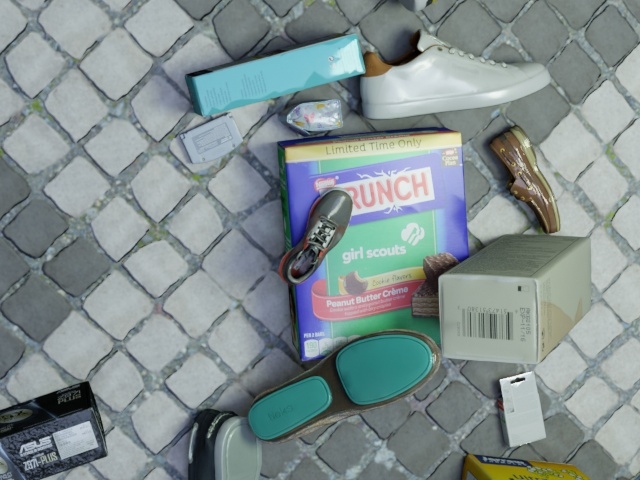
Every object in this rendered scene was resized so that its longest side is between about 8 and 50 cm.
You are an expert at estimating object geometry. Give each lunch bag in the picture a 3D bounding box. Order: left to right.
[{"bbox_3d":[-0.016,-0.179,1.846,0.083,0.071,0.053,-5,94,-13],"label":"lunch bag"}]

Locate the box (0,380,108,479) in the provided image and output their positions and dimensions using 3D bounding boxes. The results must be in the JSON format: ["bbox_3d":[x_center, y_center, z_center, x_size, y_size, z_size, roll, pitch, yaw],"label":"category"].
[{"bbox_3d":[-0.401,0.280,1.790,0.180,0.147,0.078,-18,102,-9],"label":"box"}]

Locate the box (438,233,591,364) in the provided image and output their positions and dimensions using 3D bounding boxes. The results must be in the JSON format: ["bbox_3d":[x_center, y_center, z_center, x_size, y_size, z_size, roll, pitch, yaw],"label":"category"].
[{"bbox_3d":[0.289,0.077,1.823,0.148,0.311,0.121,2,101,26],"label":"box"}]

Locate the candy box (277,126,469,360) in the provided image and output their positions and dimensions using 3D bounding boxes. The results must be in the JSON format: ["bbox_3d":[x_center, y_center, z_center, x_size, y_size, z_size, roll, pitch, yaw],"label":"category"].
[{"bbox_3d":[0.081,0.000,1.868,0.268,0.122,0.317,-6,98,-9],"label":"candy box"}]

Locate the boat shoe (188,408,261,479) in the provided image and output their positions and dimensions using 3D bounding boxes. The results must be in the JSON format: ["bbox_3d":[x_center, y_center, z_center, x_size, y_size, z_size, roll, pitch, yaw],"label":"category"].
[{"bbox_3d":[-0.149,0.402,1.898,0.114,0.091,0.303,0,98,-46],"label":"boat shoe"}]

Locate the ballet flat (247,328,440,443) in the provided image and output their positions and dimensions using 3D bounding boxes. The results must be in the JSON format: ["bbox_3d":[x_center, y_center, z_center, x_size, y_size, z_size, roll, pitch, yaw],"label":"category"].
[{"bbox_3d":[0.041,0.206,1.817,0.316,0.106,0.108,-22,76,22],"label":"ballet flat"}]

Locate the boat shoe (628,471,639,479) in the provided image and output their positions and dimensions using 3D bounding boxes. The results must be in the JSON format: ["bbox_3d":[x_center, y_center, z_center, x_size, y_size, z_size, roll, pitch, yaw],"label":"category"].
[{"bbox_3d":[0.568,0.388,2.067,0.066,0.066,0.183,42,88,-15],"label":"boat shoe"}]

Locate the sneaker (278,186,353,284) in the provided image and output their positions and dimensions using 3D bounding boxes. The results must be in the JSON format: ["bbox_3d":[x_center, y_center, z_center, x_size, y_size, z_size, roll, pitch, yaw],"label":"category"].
[{"bbox_3d":[0.000,0.000,1.759,0.061,0.065,0.158,29,96,-10],"label":"sneaker"}]

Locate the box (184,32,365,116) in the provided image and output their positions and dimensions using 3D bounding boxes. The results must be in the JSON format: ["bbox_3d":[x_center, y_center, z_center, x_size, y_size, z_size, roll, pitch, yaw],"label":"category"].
[{"bbox_3d":[-0.066,-0.239,1.810,0.244,0.100,0.060,-17,102,-9],"label":"box"}]

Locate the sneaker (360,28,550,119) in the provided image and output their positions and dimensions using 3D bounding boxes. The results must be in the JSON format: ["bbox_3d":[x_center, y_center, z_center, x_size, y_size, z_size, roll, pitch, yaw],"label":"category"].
[{"bbox_3d":[0.201,-0.257,1.864,0.290,0.106,0.123,-9,103,-10],"label":"sneaker"}]

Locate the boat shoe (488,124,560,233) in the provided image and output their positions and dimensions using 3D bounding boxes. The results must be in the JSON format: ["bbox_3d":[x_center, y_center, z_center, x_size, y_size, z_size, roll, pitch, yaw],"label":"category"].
[{"bbox_3d":[0.315,-0.087,1.942,0.060,0.064,0.178,-26,97,-3],"label":"boat shoe"}]

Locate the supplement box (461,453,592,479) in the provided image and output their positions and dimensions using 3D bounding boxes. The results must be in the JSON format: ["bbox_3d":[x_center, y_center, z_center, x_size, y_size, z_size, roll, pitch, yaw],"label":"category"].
[{"bbox_3d":[0.344,0.474,1.878,0.195,0.356,0.194,8,98,-14],"label":"supplement box"}]

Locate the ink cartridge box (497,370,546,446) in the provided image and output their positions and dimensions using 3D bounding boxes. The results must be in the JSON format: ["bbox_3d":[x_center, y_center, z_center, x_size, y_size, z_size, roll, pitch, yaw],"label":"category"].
[{"bbox_3d":[0.318,0.266,2.012,0.062,0.029,0.115,-13,100,-10],"label":"ink cartridge box"}]

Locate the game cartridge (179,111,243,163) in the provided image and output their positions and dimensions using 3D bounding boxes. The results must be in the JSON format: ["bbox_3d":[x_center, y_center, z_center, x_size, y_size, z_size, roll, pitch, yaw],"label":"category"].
[{"bbox_3d":[-0.159,-0.147,1.847,0.083,0.017,0.056,-25,100,-8],"label":"game cartridge"}]

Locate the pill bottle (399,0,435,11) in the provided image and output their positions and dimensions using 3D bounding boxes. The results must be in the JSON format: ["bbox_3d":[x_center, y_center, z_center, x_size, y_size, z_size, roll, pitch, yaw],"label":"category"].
[{"bbox_3d":[0.195,-0.432,1.830,0.208,0.119,0.119,-31,104,-7],"label":"pill bottle"}]
